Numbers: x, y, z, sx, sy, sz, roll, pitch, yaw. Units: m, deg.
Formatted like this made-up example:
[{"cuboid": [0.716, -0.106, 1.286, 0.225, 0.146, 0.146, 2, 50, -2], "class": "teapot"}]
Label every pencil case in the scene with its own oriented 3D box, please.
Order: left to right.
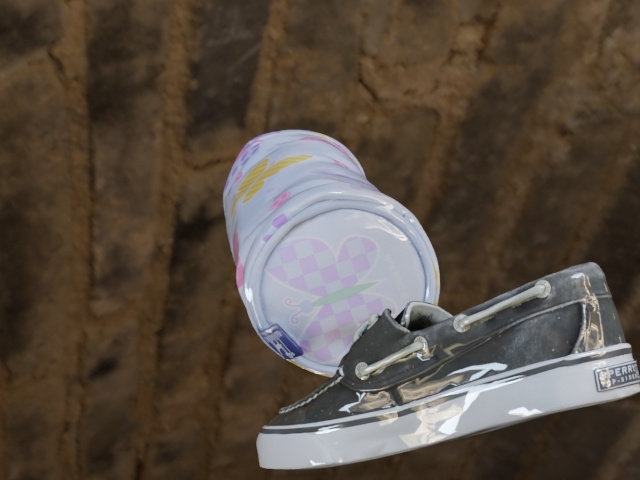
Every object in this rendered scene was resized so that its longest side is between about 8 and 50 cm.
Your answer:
[{"cuboid": [0.000, 0.000, 0.867, 0.113, 0.124, 0.273, -44, 16, 4], "class": "pencil case"}]

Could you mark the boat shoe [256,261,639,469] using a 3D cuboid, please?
[{"cuboid": [0.053, 0.066, 0.644, 0.219, 0.070, 0.077, -21, -12, 35], "class": "boat shoe"}]
